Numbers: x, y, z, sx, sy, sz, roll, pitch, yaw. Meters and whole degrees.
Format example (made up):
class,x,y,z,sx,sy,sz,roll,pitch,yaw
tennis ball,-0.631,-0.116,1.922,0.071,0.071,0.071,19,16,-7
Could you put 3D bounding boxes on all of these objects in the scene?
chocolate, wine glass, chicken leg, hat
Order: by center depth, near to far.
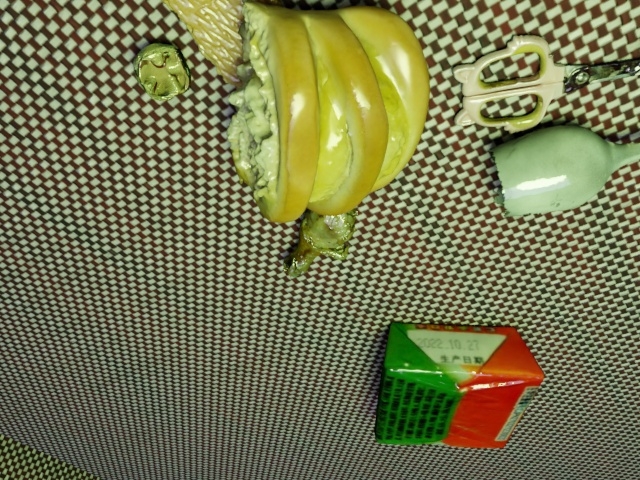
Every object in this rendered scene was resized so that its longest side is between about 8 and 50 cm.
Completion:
class,x,y,z,sx,sy,sz,roll,pitch,yaw
hat,-0.240,-0.257,0.749,0.076,0.059,0.077,-31,144,-13
wine glass,0.428,-0.123,0.771,0.320,0.143,0.143,-9,132,13
chicken leg,0.000,0.000,0.955,0.103,0.088,0.228,11,131,-24
chocolate,0.307,0.358,1.219,0.341,0.162,0.360,2,134,2

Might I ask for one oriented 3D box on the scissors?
class,x,y,z,sx,sy,sz,roll,pitch,yaw
scissors,0.360,-0.239,0.743,0.317,0.024,0.160,-7,132,11

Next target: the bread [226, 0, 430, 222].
class,x,y,z,sx,sy,sz,roll,pitch,yaw
bread,0.007,-0.158,0.705,0.270,0.212,0.316,0,140,-17

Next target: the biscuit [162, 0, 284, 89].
class,x,y,z,sx,sy,sz,roll,pitch,yaw
biscuit,-0.117,-0.303,0.711,0.144,0.033,0.224,-29,129,24
